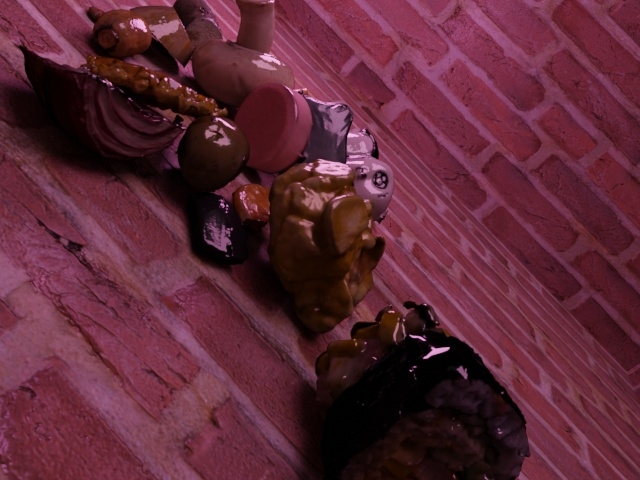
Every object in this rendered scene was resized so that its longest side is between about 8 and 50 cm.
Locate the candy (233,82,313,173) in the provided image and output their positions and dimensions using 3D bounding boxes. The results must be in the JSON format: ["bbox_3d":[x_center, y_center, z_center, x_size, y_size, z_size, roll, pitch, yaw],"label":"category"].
[{"bbox_3d":[-0.132,-0.300,1.593,0.094,0.255,0.255,16,36,-50],"label":"candy"}]

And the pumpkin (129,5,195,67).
[{"bbox_3d":[-0.442,-0.616,1.712,0.217,0.110,0.217,49,-4,5],"label":"pumpkin"}]

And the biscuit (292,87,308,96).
[{"bbox_3d":[-0.079,-0.338,1.794,0.030,0.249,0.160,11,20,12],"label":"biscuit"}]

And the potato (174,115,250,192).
[{"bbox_3d":[-0.236,-0.193,1.287,0.165,0.165,0.262,41,3,-11],"label":"potato"}]

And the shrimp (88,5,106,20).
[{"bbox_3d":[-0.558,-0.602,1.638,0.190,0.042,0.101,17,28,-46],"label":"shrimp"}]

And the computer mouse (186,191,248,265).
[{"bbox_3d":[-0.216,-0.038,1.231,0.122,0.073,0.217,23,31,-38],"label":"computer mouse"}]

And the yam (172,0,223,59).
[{"bbox_3d":[-0.412,-0.713,1.945,0.154,0.154,0.254,22,35,-43],"label":"yam"}]

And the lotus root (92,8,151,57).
[{"bbox_3d":[-0.509,-0.543,1.528,0.125,0.118,0.221,56,25,-20],"label":"lotus root"}]

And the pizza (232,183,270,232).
[{"bbox_3d":[-0.160,-0.080,1.414,0.127,0.058,0.246,37,22,-16],"label":"pizza"}]

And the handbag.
[{"bbox_3d":[-0.011,-0.261,1.668,0.192,0.332,0.075,9,-9,-11],"label":"handbag"}]

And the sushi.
[{"bbox_3d":[0.160,0.293,1.009,0.329,0.328,0.285,34,14,-22],"label":"sushi"}]

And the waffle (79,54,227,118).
[{"bbox_3d":[-0.374,-0.335,1.308,0.302,0.068,0.325,22,2,24],"label":"waffle"}]

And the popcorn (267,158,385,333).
[{"bbox_3d":[-0.010,0.000,1.269,0.292,0.294,0.334,-48,125,-37],"label":"popcorn"}]

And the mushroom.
[{"bbox_3d":[-0.227,-0.510,1.732,0.315,0.315,0.356,51,-15,14],"label":"mushroom"}]

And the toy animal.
[{"bbox_3d":[0.101,-0.188,1.831,0.251,0.251,0.309,26,41,-38],"label":"toy animal"}]

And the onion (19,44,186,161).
[{"bbox_3d":[-0.443,-0.251,1.141,0.280,0.146,0.314,26,6,31],"label":"onion"}]
